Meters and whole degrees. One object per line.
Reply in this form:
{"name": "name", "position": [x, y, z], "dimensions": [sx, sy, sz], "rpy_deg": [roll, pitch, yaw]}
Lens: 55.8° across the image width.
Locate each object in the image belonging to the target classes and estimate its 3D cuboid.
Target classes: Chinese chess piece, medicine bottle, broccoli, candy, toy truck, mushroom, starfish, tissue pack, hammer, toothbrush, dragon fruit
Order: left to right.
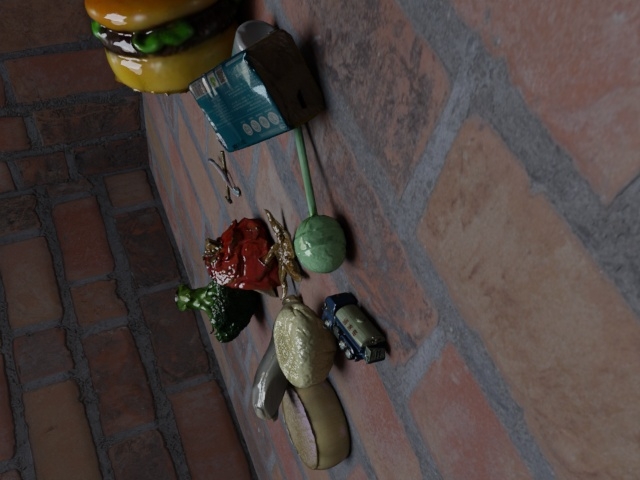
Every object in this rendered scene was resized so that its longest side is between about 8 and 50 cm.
{"name": "broccoli", "position": [-0.375, 0.230, 2.239], "dimensions": [0.297, 0.297, 0.298], "rpy_deg": [0, -90, -77]}
{"name": "toothbrush", "position": [-0.348, -0.231, 2.171], "dimensions": [0.269, 0.021, 0.027], "rpy_deg": [47, 132, 41]}
{"name": "hammer", "position": [-0.350, -0.235, 2.217], "dimensions": [0.062, 0.013, 0.199], "rpy_deg": [-137, 38, -55]}
{"name": "dragon fruit", "position": [-0.264, 0.025, 1.897], "dimensions": [0.317, 0.205, 0.152], "rpy_deg": [-130, 33, -48]}
{"name": "medicine bottle", "position": [-0.180, -0.391, 1.521], "dimensions": [0.352, 0.110, 0.110], "rpy_deg": [122, 130, -63]}
{"name": "tissue pack", "position": [-0.141, -0.317, 1.311], "dimensions": [0.270, 0.134, 0.192], "rpy_deg": [-4, 123, 53]}
{"name": "mushroom", "position": [-0.115, 0.324, 1.704], "dimensions": [0.109, 0.097, 0.352], "rpy_deg": [151, 137, -73]}
{"name": "starfish", "position": [-0.106, 0.046, 1.705], "dimensions": [0.235, 0.062, 0.277], "rpy_deg": [-152, 54, -63]}
{"name": "candy", "position": [-0.032, -0.140, 1.353], "dimensions": [0.119, 0.119, 0.440], "rpy_deg": [136, 124, -67]}
{"name": "Chinese chess piece", "position": [-0.018, 0.515, 1.727], "dimensions": [0.270, 0.112, 0.270], "rpy_deg": [165, 90, -69]}
{"name": "toy truck", "position": [0.071, 0.193, 1.323], "dimensions": [0.202, 0.074, 0.088], "rpy_deg": [-132, 38, -50]}

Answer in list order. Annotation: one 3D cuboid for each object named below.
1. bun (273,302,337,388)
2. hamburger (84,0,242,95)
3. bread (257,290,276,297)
{"name": "bun", "position": [-0.036, 0.264, 1.569], "dimensions": [0.220, 0.134, 0.221], "rpy_deg": [172, 90, -66]}
{"name": "hamburger", "position": [-0.391, -0.581, 1.561], "dimensions": [0.396, 0.395, 0.278], "rpy_deg": [-125, 19, -44]}
{"name": "bread", "position": [-0.226, 0.148, 1.967], "dimensions": [0.077, 0.152, 0.105], "rpy_deg": [179, 82, -70]}
